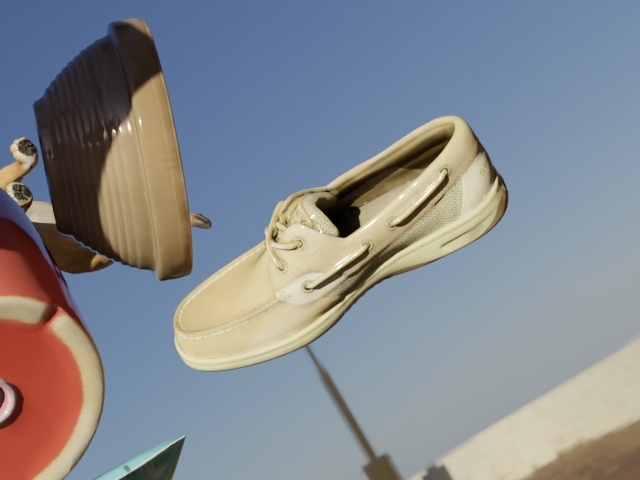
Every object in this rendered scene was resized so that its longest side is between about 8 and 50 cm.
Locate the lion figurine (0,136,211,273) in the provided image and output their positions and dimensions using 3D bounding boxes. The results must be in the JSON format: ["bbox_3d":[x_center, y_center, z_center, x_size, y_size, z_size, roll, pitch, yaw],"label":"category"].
[{"bbox_3d":[-0.362,-0.014,1.609,0.392,0.142,0.240,18,-42,-35],"label":"lion figurine"}]

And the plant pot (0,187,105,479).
[{"bbox_3d":[-0.313,0.090,1.014,0.275,0.275,0.243,-26,32,-25],"label":"plant pot"}]

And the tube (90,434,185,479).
[{"bbox_3d":[-0.135,0.177,0.869,0.080,0.052,0.207,-35,-12,-19],"label":"tube"}]

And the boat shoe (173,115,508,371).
[{"bbox_3d":[0.000,0.000,0.996,0.302,0.109,0.098,-28,-50,10],"label":"boat shoe"}]

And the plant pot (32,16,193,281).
[{"bbox_3d":[-0.190,-0.072,1.097,0.110,0.237,0.237,-12,-15,-12],"label":"plant pot"}]
